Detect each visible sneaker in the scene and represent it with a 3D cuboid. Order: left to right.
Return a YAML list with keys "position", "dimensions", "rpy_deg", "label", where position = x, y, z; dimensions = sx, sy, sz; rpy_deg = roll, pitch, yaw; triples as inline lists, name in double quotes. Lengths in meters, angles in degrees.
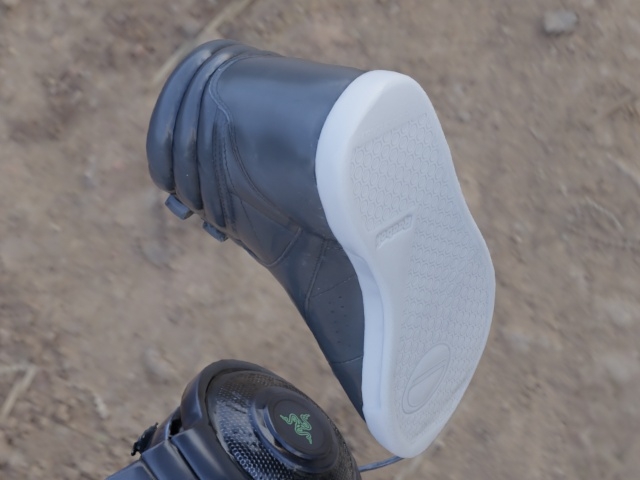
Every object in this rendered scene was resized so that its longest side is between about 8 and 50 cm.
- position: [0.000, 0.000, 0.961]
  dimensions: [0.147, 0.296, 0.104]
  rpy_deg: [25, 62, 30]
  label: "sneaker"

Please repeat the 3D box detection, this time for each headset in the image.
- position: [-0.075, 0.153, 1.140]
  dimensions: [0.394, 0.243, 0.185]
  rpy_deg: [-23, 67, -35]
  label: "headset"
